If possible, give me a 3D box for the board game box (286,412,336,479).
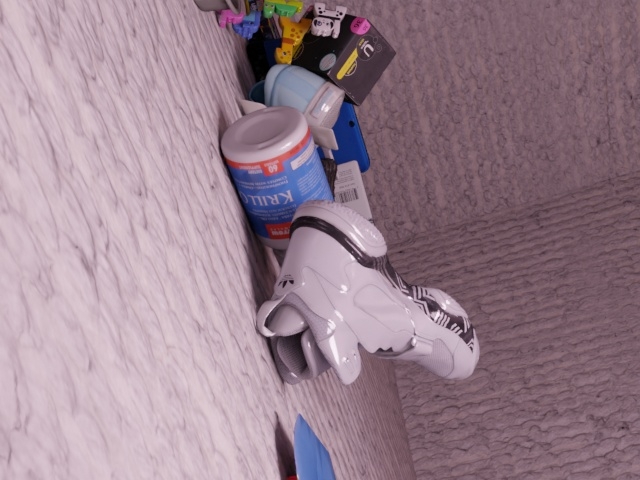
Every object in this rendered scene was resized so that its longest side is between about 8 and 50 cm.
[{"bbox_3d":[-0.017,0.293,1.279,0.169,0.033,0.133,60,19,-48],"label":"board game box"}]

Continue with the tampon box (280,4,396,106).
[{"bbox_3d":[0.025,-0.324,1.873,0.161,0.120,0.101,26,-10,48],"label":"tampon box"}]

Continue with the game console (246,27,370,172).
[{"bbox_3d":[-0.023,-0.285,2.135,0.250,0.173,0.293,-93,166,-66],"label":"game console"}]

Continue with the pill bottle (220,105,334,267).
[{"bbox_3d":[-0.048,-0.065,1.494,0.124,0.124,0.222,-98,170,-54],"label":"pill bottle"}]

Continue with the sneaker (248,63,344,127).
[{"bbox_3d":[-0.055,-0.228,1.910,0.150,0.135,0.366,36,-17,1],"label":"sneaker"}]

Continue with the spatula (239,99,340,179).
[{"bbox_3d":[-0.044,-0.165,1.797,0.242,0.168,0.019,68,39,-73],"label":"spatula"}]

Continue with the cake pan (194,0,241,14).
[{"bbox_3d":[-0.190,-0.476,1.611,0.293,0.054,0.293,-16,90,-84],"label":"cake pan"}]

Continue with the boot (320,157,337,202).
[{"bbox_3d":[-0.004,0.001,1.681,0.348,0.131,0.260,-155,-124,-83],"label":"boot"}]

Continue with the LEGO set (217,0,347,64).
[{"bbox_3d":[-0.077,-0.353,1.813,0.087,0.227,0.093,116,-20,-68],"label":"LEGO set"}]

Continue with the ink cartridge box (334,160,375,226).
[{"bbox_3d":[0.025,-0.023,1.976,0.087,0.153,0.209,58,18,-75],"label":"ink cartridge box"}]

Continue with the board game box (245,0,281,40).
[{"bbox_3d":[-0.112,-0.429,2.308,0.170,0.048,0.141,69,9,-46],"label":"board game box"}]

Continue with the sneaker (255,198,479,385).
[{"bbox_3d":[0.061,0.130,1.434,0.366,0.137,0.210,44,59,-29],"label":"sneaker"}]
